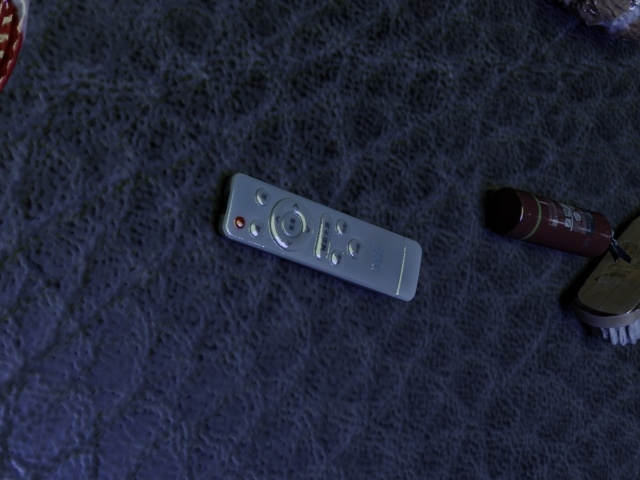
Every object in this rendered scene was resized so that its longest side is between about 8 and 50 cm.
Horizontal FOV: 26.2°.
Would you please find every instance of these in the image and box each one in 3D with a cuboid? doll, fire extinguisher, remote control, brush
[{"bbox_3d":[0.300,-0.236,1.273,0.221,0.105,0.115,3,42,-50],"label":"doll"},{"bbox_3d":[0.210,-0.013,1.207,0.158,0.043,0.064,13,35,-42],"label":"fire extinguisher"},{"bbox_3d":[0.000,0.000,1.024,0.184,0.027,0.049,21,70,-35],"label":"remote control"},{"bbox_3d":[0.337,-0.004,1.316,0.327,0.070,0.065,-45,134,-38],"label":"brush"}]

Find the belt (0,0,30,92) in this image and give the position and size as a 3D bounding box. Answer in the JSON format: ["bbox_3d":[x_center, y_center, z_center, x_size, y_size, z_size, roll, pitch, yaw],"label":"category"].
[{"bbox_3d":[-0.231,-0.133,0.755,0.128,0.124,0.200,10,73,-22],"label":"belt"}]
